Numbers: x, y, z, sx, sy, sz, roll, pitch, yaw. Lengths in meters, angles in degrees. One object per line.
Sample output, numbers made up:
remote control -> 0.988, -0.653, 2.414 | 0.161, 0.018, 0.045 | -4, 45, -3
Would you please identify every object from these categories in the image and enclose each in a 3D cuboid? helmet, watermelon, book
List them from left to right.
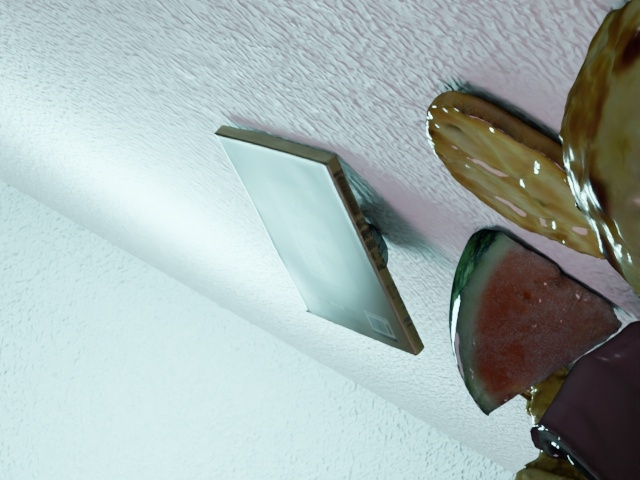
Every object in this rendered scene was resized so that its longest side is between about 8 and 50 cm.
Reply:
book -> 0.000, 0.000, 1.878 | 0.217, 0.021, 0.310 | 19, 144, 47
watermelon -> 0.209, 0.093, 1.672 | 0.202, 0.207, 0.136 | 0, 178, 40
helmet -> 0.389, 0.206, 1.546 | 0.338, 0.197, 0.271 | 28, 179, -17

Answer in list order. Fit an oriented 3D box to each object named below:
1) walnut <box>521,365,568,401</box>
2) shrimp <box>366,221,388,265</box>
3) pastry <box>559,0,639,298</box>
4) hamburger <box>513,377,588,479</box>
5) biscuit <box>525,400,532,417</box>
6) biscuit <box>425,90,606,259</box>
walnut -> 0.309, 0.198, 2.090 | 0.143, 0.069, 0.170 | 27, 174, 41
shrimp -> 0.040, 0.001, 1.926 | 0.090, 0.079, 0.233 | 59, 177, 25
pastry -> 0.246, -0.027, 0.944 | 0.236, 0.170, 0.256 | 18, 158, 42
hamburger -> 0.437, 0.347, 1.825 | 0.287, 0.268, 0.445 | -10, 141, 46
biscuit -> 0.332, 0.235, 2.196 | 0.081, 0.083, 0.018 | 34, 133, -15
biscuit -> 0.185, -0.055, 1.348 | 0.260, 0.041, 0.203 | 41, 169, -39
